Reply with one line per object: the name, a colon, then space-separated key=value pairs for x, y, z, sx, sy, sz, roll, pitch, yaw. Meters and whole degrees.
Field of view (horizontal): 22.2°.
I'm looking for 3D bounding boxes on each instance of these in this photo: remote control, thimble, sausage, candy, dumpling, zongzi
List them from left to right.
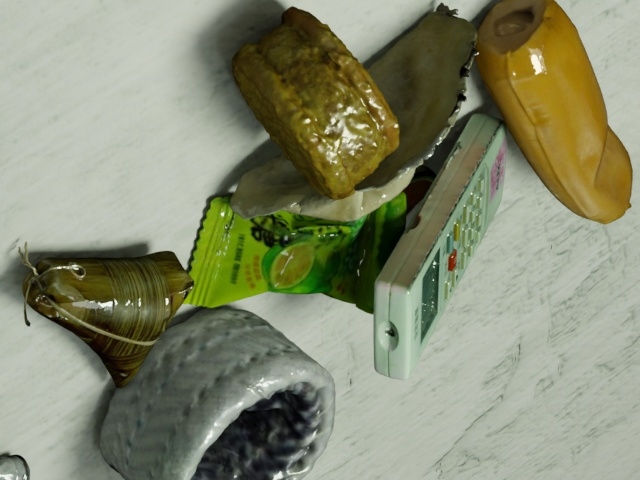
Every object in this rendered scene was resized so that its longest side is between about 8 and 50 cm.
zongzi: x=-0.243 y=0.090 z=1.659 sx=0.187 sy=0.084 sz=0.184 roll=3 pitch=131 yaw=-39
thimble: x=-0.116 y=0.201 z=1.814 sx=0.245 sy=0.157 sz=0.217 roll=-49 pitch=142 yaw=-3
candy: x=-0.027 y=0.009 z=1.803 sx=0.246 sy=0.069 sz=0.149 roll=0 pitch=115 yaw=-26
dumpling: x=0.070 y=-0.103 z=1.730 sx=0.332 sy=0.166 sz=0.086 roll=-44 pitch=143 yaw=-11
remote control: x=0.141 y=-0.001 z=1.873 sx=0.344 sy=0.050 sz=0.145 roll=-57 pitch=155 yaw=-43
sausage: x=0.288 y=-0.139 z=1.941 sx=0.354 sy=0.116 sz=0.134 roll=55 pitch=35 yaw=-42

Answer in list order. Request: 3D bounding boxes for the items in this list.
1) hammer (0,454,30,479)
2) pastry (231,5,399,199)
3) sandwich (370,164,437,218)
hammer: x=-0.440 y=0.406 z=1.746 sx=0.152 sy=0.044 sz=0.427 roll=0 pitch=122 yaw=-45
pastry: x=-0.006 y=-0.136 z=1.616 sx=0.103 sy=0.189 sz=0.188 roll=-38 pitch=143 yaw=-6
sandwich: x=0.092 y=-0.055 z=1.922 sx=0.101 sy=0.026 sz=0.069 roll=-43 pitch=148 yaw=-5
